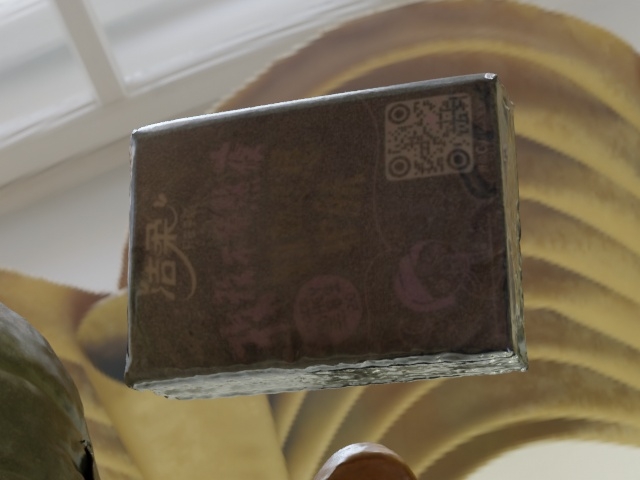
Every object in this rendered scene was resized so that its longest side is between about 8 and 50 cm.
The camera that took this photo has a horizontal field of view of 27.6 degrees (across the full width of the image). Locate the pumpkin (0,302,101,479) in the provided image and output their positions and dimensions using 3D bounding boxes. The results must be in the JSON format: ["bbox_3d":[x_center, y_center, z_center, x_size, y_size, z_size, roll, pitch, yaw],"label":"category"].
[{"bbox_3d":[-0.271,0.185,0.783,0.291,0.257,0.328,-23,-128,37],"label":"pumpkin"}]

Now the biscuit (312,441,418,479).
[{"bbox_3d":[0.104,0.187,0.601,0.250,0.165,0.036,12,-173,-6],"label":"biscuit"}]

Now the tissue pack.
[{"bbox_3d":[0.000,0.000,0.511,0.156,0.051,0.112,-6,-107,18],"label":"tissue pack"}]
